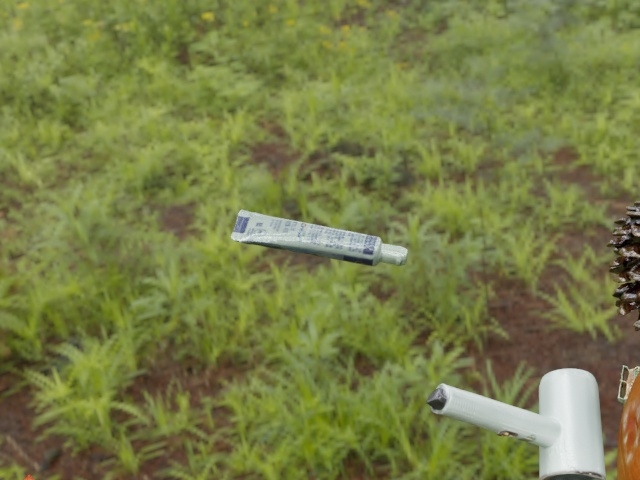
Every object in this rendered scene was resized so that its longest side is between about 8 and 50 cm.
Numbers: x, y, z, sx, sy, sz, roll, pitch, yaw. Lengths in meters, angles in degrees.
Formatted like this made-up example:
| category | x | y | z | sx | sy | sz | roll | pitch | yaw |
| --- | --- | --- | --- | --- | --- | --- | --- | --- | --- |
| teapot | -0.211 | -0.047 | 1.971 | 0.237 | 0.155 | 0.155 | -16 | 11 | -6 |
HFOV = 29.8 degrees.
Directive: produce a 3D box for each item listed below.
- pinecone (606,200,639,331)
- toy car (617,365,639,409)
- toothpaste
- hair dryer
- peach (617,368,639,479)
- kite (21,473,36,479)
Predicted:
| category | x | y | z | sx | sy | sz | roll | pitch | yaw |
| --- | --- | --- | --- | --- | --- | --- | --- | --- | --- |
| pinecone | 0.510 | 0.032 | 1.738 | 0.184 | 0.204 | 0.179 | -1 | -9 | 8 |
| toy car | 0.368 | 0.198 | 1.383 | 0.035 | 0.122 | 0.059 | 1 | 47 | 22 |
| toothpaste | 0.000 | 0.000 | 1.472 | 0.216 | 0.037 | 0.062 | 11 | 37 | 3 |
| hair dryer | 0.214 | 0.194 | 1.341 | 0.236 | 0.073 | 0.131 | 18 | 58 | -25 |
| peach | 0.303 | 0.162 | 0.821 | 0.200 | 0.243 | 0.243 | 3 | 30 | -1 |
| kite | -0.262 | 0.212 | 0.825 | 0.159 | 0.190 | 0.010 | -27 | 9 | -10 |
